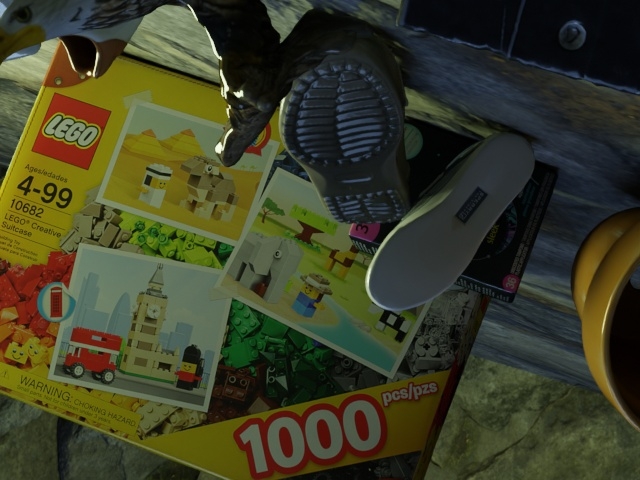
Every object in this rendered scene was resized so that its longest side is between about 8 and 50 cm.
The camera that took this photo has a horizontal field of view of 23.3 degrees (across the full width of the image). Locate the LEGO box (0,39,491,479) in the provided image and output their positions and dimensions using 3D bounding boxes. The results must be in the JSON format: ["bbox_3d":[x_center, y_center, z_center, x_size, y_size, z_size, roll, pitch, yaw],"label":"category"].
[{"bbox_3d":[-0.087,0.052,1.619,0.500,0.372,0.193,19,173,11],"label":"LEGO box"}]

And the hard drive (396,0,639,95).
[{"bbox_3d":[0.224,-0.079,0.617,0.339,0.064,0.237,18,-162,16],"label":"hard drive"}]

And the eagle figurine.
[{"bbox_3d":[-0.119,-0.183,0.849,0.298,0.225,0.226,49,127,-1],"label":"eagle figurine"}]

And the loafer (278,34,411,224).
[{"bbox_3d":[0.022,-0.102,1.267,0.102,0.092,0.268,-5,155,4],"label":"loafer"}]

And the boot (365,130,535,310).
[{"bbox_3d":[0.106,-0.014,1.335,0.069,0.190,0.086,46,172,-6],"label":"boot"}]

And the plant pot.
[{"bbox_3d":[0.302,0.053,1.318,0.205,0.205,0.188,22,-172,-16],"label":"plant pot"}]

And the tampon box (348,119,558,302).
[{"bbox_3d":[0.123,-0.026,1.436,0.161,0.120,0.101,19,174,8],"label":"tampon box"}]

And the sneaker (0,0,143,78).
[{"bbox_3d":[-0.240,-0.197,1.101,0.290,0.123,0.106,25,179,-42],"label":"sneaker"}]
